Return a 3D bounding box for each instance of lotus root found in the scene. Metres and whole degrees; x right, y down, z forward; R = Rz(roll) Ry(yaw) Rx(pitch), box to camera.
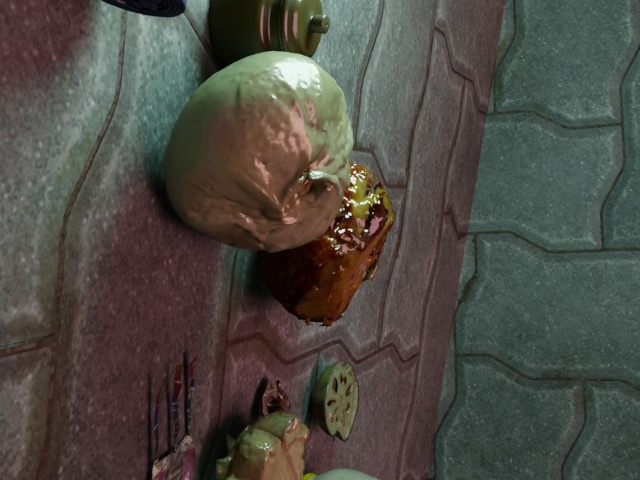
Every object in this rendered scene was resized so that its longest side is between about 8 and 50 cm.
[{"bbox_3d":[0.025,0.393,2.065,0.204,0.077,0.183,-62,140,-48],"label":"lotus root"}]

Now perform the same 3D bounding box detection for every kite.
[{"bbox_3d":[-0.249,0.371,1.444,0.204,0.022,0.361,-25,125,-64],"label":"kite"}]

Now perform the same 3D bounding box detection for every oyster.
[{"bbox_3d":[-0.095,0.370,1.783,0.166,0.053,0.108,62,23,-46],"label":"oyster"}]

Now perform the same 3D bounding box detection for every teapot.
[{"bbox_3d":[-0.069,-0.356,1.421,0.185,0.175,0.268,-55,146,-45],"label":"teapot"}]

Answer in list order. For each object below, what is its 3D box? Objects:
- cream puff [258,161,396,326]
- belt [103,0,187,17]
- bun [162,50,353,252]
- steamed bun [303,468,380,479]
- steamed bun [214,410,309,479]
[{"bbox_3d":[0.002,-0.004,1.643,0.350,0.228,0.350,-57,170,-16],"label":"cream puff"},{"bbox_3d":[-0.238,-0.345,1.040,0.190,0.141,0.082,19,79,-65],"label":"belt"},{"bbox_3d":[-0.070,-0.128,1.345,0.361,0.213,0.361,-40,148,-30],"label":"bun"},{"bbox_3d":[0.048,0.689,1.913,0.374,0.333,0.334,5,93,-69],"label":"steamed bun"},{"bbox_3d":[-0.136,0.467,1.614,0.292,0.137,0.296,-26,128,-65],"label":"steamed bun"}]
